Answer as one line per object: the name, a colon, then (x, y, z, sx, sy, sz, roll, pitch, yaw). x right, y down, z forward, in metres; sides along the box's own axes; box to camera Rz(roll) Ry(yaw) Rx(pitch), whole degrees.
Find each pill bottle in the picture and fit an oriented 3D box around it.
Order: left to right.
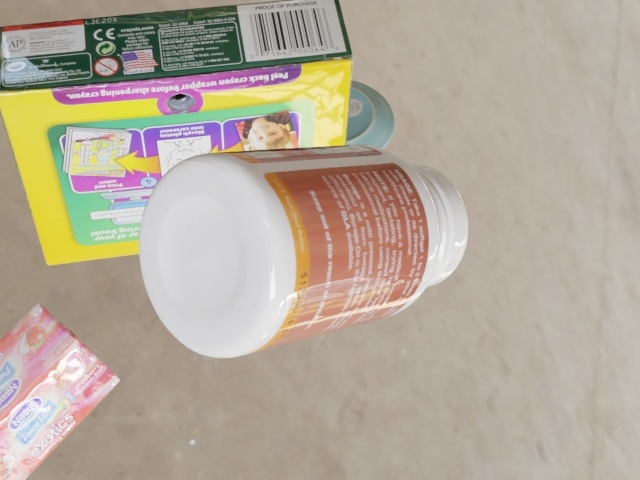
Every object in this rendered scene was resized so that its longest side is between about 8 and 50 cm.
pill bottle: (0.000, 0.000, 0.709, 0.216, 0.121, 0.121, -8, 76, -49)

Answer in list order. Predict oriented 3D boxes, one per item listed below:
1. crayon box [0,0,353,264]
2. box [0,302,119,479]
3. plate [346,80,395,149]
crayon box: (-0.155, -0.115, 1.248, 0.313, 0.362, 0.106, 94, -13, -57)
box: (-0.520, 0.279, 1.890, 0.300, 0.142, 0.154, -46, 138, -13)
plate: (0.020, -0.188, 1.683, 0.024, 0.188, 0.188, 85, 6, -52)
